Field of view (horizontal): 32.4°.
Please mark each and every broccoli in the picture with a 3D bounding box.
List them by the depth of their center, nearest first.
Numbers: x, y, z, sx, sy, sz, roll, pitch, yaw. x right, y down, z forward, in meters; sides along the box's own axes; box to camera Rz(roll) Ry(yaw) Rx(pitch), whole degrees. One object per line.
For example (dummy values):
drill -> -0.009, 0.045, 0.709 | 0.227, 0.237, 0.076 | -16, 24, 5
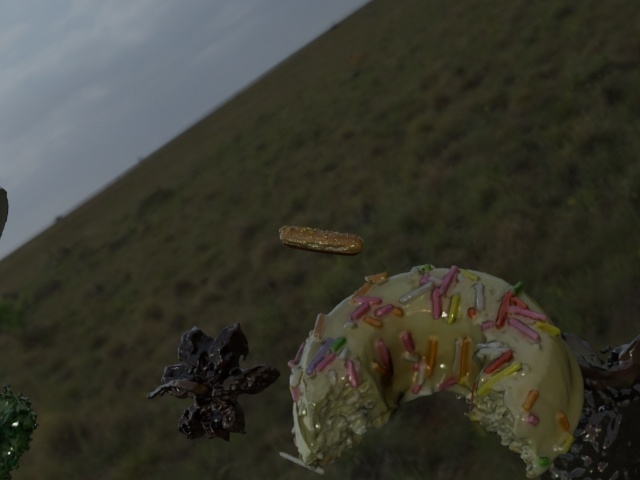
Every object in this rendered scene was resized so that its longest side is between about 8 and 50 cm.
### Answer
broccoli -> -0.413, 0.225, 1.260 | 0.194, 0.220, 0.194 | -25, 19, 10

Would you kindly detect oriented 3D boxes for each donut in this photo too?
donut -> 0.145, 0.158, 1.400 | 0.370, 0.150, 0.307 | -2, 39, 19

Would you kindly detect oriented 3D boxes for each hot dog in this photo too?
hot dog -> 0.000, 0.000, 2.096 | 0.165, 0.045, 0.071 | 9, 6, 6

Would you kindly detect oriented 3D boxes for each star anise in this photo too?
star anise -> -0.181, 0.245, 1.823 | 0.220, 0.190, 0.126 | -56, -13, 18

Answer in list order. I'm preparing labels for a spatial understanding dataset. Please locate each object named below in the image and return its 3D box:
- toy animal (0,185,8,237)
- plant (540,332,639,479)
toy animal -> -0.590, -0.061, 1.722 | 0.127, 0.193, 0.179 | -58, -9, -85
plant -> 0.381, 0.240, 1.562 | 0.204, 0.234, 0.178 | -3, 11, 46
